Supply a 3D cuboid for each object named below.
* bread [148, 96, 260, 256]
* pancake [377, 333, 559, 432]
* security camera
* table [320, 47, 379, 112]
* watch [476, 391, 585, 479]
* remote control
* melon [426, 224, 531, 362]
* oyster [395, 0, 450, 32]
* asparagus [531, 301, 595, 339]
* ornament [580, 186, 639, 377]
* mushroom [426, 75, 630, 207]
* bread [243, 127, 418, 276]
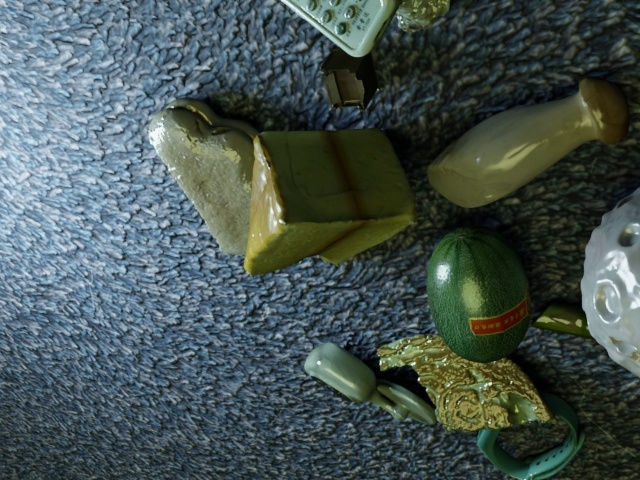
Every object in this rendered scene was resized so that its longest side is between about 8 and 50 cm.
[{"bbox_3d":[-0.165,-0.117,1.732,0.183,0.102,0.337,-12,123,32],"label":"bread"},{"bbox_3d":[0.288,0.288,1.860,0.377,0.054,0.197,27,101,16],"label":"pancake"},{"bbox_3d":[0.106,0.316,1.963,0.302,0.080,0.157,32,161,-3],"label":"security camera"},{"bbox_3d":[0.044,-0.258,1.531,0.070,0.082,0.083,0,127,24],"label":"table"},{"bbox_3d":[0.425,0.401,1.935,0.195,0.068,0.237,20,129,5],"label":"watch"},{"bbox_3d":[-0.031,-0.418,1.404,0.335,0.065,0.128,40,136,8],"label":"remote control"},{"bbox_3d":[0.280,0.105,1.666,0.182,0.182,0.287,3,130,22],"label":"melon"},{"bbox_3d":[0.126,-0.394,1.398,0.125,0.064,0.177,-17,121,30],"label":"oyster"},{"bbox_3d":[0.519,0.156,1.689,0.278,0.060,0.067,13,151,14],"label":"asparagus"},{"bbox_3d":[0.565,0.075,1.427,0.337,0.337,0.337,12,132,14],"label":"ornament"},{"bbox_3d":[0.313,-0.146,1.485,0.350,0.128,0.128,-23,116,32],"label":"mushroom"},{"bbox_3d":[0.000,0.000,1.635,0.233,0.244,0.361,-4,138,-16],"label":"bread"}]
